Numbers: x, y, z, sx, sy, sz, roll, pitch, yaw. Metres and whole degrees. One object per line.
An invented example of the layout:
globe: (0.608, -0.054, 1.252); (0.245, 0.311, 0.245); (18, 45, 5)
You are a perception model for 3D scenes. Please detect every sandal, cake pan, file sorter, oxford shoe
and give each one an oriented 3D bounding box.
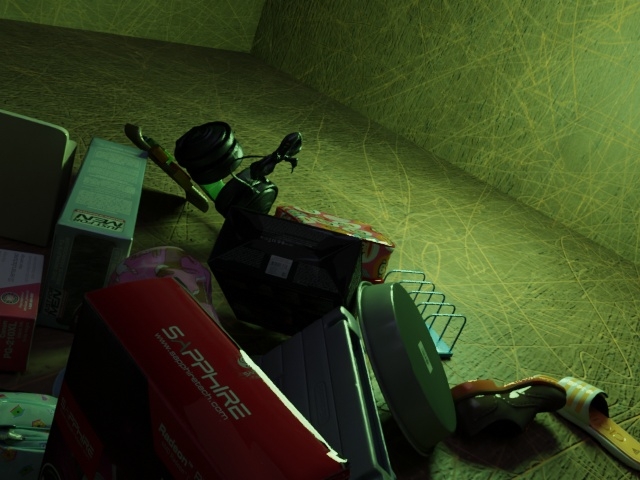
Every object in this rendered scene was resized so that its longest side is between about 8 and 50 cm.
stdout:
sandal: (0.545, 0.333, 1.275); (0.102, 0.076, 0.265); (-6, 35, -47)
cake pan: (0.144, 0.193, 1.043); (0.293, 0.054, 0.293); (57, 18, -30)
file sorter: (0.202, 0.150, 1.350); (0.118, 0.104, 0.170); (5, 29, -31)
oxford shoe: (0.347, 0.310, 1.170); (0.271, 0.097, 0.098); (3, 49, -26)

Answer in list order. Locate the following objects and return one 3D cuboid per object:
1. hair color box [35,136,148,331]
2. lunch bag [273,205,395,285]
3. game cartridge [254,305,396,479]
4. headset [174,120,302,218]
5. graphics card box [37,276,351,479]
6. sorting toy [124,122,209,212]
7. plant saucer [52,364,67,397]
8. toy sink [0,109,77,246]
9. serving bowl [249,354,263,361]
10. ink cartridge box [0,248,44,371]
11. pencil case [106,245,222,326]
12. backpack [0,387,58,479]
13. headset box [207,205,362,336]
hair color box: (-0.386, -0.023, 1.129); (0.114, 0.185, 0.374); (14, 25, -17)
lunch bag: (0.000, 0.000, 1.416); (0.258, 0.120, 0.293); (14, 8, -18)
game cartridge: (-0.032, 0.249, 0.813); (0.068, 0.230, 0.355); (46, 15, -23)
headset: (-0.169, -0.149, 1.349); (0.243, 0.185, 0.394); (52, -15, -16)
graphics card box: (-0.142, 0.247, 0.526); (0.094, 0.371, 0.233); (-5, 36, -46)
sorting toy: (-0.321, -0.159, 1.404); (0.229, 0.041, 0.307); (50, -10, -25)
plant saucer: (-0.266, 0.224, 0.887); (0.195, 0.037, 0.195); (18, 24, -8)
toy sink: (-0.539, -0.132, 1.178); (0.153, 0.234, 0.131); (14, 25, -13)
serving bowl: (-0.090, 0.222, 1.047); (0.083, 0.027, 0.083); (17, 24, -8)
ink cartridge box: (-0.520, 0.084, 0.896); (0.237, 0.100, 0.172); (10, 25, -24)
pencil case: (-0.191, 0.158, 0.847); (0.167, 0.160, 0.386); (8, 26, -27)
backpack: (-0.341, 0.231, 0.703); (0.182, 0.152, 0.115); (18, 26, -39)
headset box: (-0.045, 0.078, 1.093); (0.218, 0.293, 0.110); (14, 66, 11)
